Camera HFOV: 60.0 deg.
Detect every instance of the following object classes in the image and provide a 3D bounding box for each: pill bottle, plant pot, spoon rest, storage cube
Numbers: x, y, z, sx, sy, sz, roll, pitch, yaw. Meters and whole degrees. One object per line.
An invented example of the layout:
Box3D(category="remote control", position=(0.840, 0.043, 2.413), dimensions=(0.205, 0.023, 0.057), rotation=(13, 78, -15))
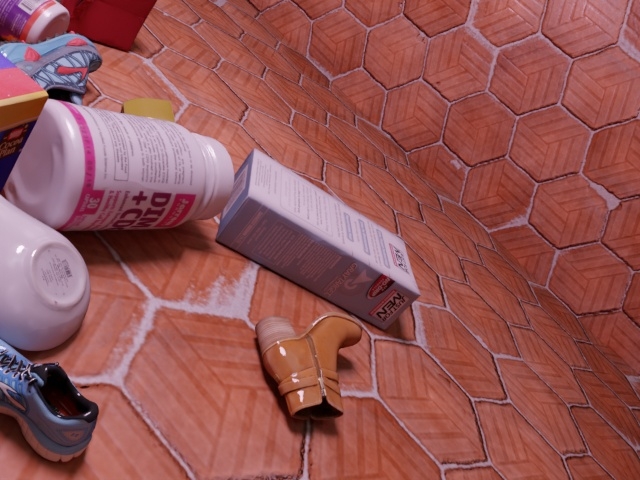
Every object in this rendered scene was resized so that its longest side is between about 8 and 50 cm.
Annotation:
Box3D(category="pill bottle", position=(-0.264, -0.095, 0.772), dimensions=(0.160, 0.160, 0.283), rotation=(51, 27, 21))
Box3D(category="plant pot", position=(-0.312, -0.204, 0.981), dimensions=(0.083, 0.081, 0.081), rotation=(8, 39, -31))
Box3D(category="spoon rest", position=(-0.323, -0.018, 0.582), dimensions=(0.137, 0.084, 0.276), rotation=(-30, 106, -69))
Box3D(category="pill bottle", position=(-0.546, -0.412, 0.949), dimensions=(0.193, 0.108, 0.108), rotation=(35, 26, -12))
Box3D(category="storage cube", position=(-0.482, -0.548, 1.172), dimensions=(0.215, 0.184, 0.193), rotation=(51, 26, 22))

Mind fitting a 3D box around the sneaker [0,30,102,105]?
Box3D(category="sneaker", position=(-0.432, -0.251, 0.898), dimensions=(0.125, 0.104, 0.262), rotation=(54, 27, -13))

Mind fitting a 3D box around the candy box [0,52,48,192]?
Box3D(category="candy box", position=(-0.332, 0.023, 0.301), dimensions=(0.122, 0.317, 0.268), rotation=(39, 26, -5))

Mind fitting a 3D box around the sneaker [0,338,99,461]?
Box3D(category="sneaker", position=(-0.268, 0.126, 0.511), dimensions=(0.162, 0.073, 0.063), rotation=(39, 26, -4))

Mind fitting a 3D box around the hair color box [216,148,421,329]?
Box3D(category="hair color box", position=(0.000, 0.000, 1.045), dimensions=(0.374, 0.113, 0.185), rotation=(30, 28, -21))

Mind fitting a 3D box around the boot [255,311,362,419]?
Box3D(category="boot", position=(0.005, 0.185, 0.808), dimensions=(0.197, 0.073, 0.152), rotation=(3, 42, -35))
